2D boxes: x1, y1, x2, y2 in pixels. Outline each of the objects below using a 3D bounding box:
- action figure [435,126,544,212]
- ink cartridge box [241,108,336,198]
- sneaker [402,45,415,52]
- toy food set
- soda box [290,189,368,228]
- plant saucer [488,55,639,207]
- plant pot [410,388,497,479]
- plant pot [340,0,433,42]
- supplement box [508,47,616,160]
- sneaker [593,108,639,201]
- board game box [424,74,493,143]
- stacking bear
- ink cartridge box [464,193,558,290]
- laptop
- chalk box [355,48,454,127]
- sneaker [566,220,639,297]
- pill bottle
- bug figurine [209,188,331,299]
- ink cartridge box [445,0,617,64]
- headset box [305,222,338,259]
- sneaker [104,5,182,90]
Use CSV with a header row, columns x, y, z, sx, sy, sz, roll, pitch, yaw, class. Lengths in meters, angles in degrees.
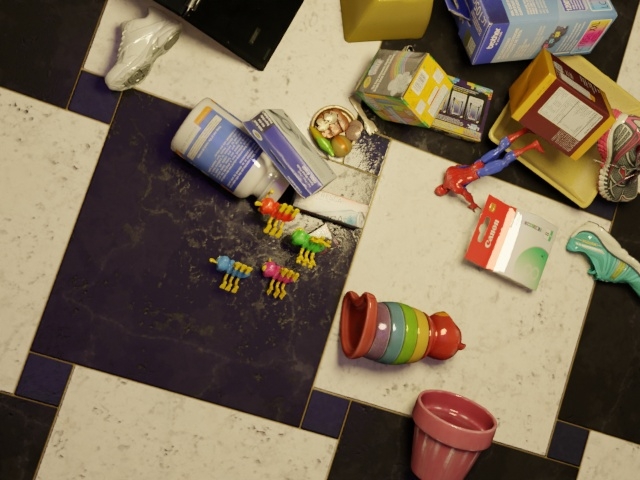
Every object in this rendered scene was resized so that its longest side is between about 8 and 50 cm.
x,y,z,sx,sy,sz,roll,pitch,yaw,class
0.428,-0.170,1.641,0.280,0.139,0.091,-27,54,26,action figure
-0.064,-0.207,1.506,0.045,0.224,0.223,-38,93,18,ink cartridge box
0.233,-0.457,1.667,0.032,0.037,0.083,-25,94,-12,sneaker
0.040,-0.275,1.623,0.192,0.038,0.132,-35,95,-10,toy food set
0.020,-0.084,1.604,0.183,0.058,0.062,17,85,-9,soda box
0.634,-0.305,1.718,0.333,0.081,0.332,35,82,-9,plant saucer
0.306,0.488,1.583,0.201,0.201,0.180,13,101,-10,plant pot
0.170,-0.619,1.584,0.212,0.187,0.212,-7,90,-12,plant pot
0.569,-0.325,1.552,0.194,0.191,0.129,33,124,-8,supplement box
0.755,-0.188,1.608,0.121,0.112,0.299,-52,141,-13,sneaker
0.344,-0.341,1.679,0.170,0.048,0.141,16,87,-10,board game box
0.209,0.224,1.587,0.289,0.175,0.164,10,84,-18,stacking bear
0.491,0.006,1.663,0.225,0.056,0.181,25,84,-29,ink cartridge box
-0.234,-0.680,1.509,0.408,0.236,0.382,24,101,-47,laptop
0.187,-0.374,1.590,0.132,0.213,0.132,34,83,-41,chalk box
0.773,0.067,1.738,0.275,0.107,0.110,42,101,-2,sneaker
-0.196,-0.194,1.519,0.272,0.152,0.152,36,82,-8,pill bottle
-0.113,0.020,1.526,0.216,0.072,0.279,28,117,-26,bug figurine
0.479,-0.590,1.618,0.396,0.151,0.270,-9,65,-9,ink cartridge box
0.000,0.000,1.611,0.083,0.032,0.062,-31,94,-9,headset box
-0.434,-0.450,1.523,0.115,0.090,0.232,38,73,-1,sneaker
